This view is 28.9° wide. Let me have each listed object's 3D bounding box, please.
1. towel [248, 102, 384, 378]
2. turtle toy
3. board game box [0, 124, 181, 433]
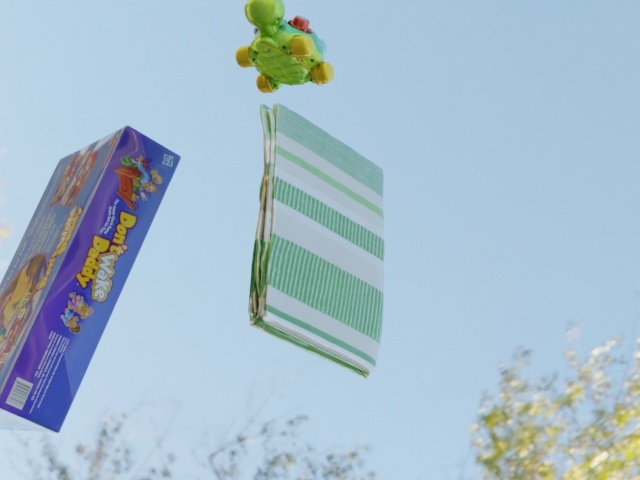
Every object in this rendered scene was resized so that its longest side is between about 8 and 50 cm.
[{"bbox_3d":[0.000,0.000,1.642,0.038,0.248,0.324,-22,-126,36],"label":"towel"},{"bbox_3d":[-0.042,-0.218,1.362,0.095,0.130,0.066,-5,-122,27],"label":"turtle toy"},{"bbox_3d":[-0.307,0.050,1.466,0.233,0.078,0.347,-12,-127,59],"label":"board game box"}]
